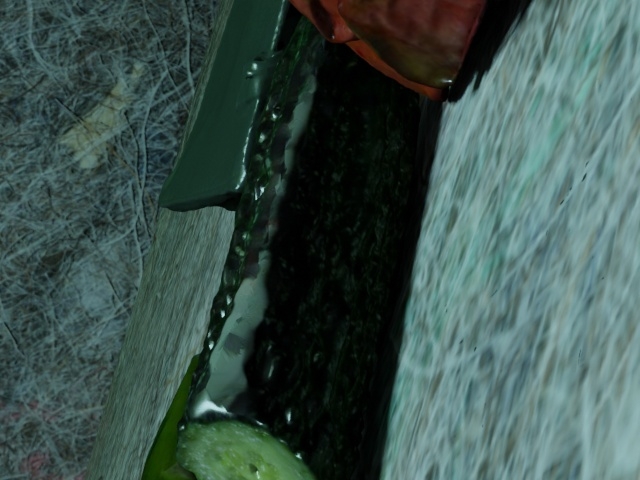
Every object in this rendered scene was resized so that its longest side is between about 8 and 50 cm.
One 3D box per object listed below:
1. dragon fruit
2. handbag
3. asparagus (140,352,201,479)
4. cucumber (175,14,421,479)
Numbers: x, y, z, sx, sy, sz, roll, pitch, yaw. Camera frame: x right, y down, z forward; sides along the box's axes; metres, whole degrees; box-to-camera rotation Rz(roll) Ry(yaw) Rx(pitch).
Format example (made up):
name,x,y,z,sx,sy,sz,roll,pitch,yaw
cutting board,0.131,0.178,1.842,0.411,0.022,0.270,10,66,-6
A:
name,x,y,z,sx,sy,sz,roll,pitch,yaw
dragon fruit,0.061,-0.120,0.661,0.092,0.122,0.192,65,158,9
handbag,-0.018,-0.131,1.097,0.260,0.079,0.248,168,119,-80
asparagus,-0.094,0.145,1.165,0.045,0.041,0.178,-55,17,40
cucumber,0.000,0.001,0.730,0.077,0.077,0.265,119,168,-55
